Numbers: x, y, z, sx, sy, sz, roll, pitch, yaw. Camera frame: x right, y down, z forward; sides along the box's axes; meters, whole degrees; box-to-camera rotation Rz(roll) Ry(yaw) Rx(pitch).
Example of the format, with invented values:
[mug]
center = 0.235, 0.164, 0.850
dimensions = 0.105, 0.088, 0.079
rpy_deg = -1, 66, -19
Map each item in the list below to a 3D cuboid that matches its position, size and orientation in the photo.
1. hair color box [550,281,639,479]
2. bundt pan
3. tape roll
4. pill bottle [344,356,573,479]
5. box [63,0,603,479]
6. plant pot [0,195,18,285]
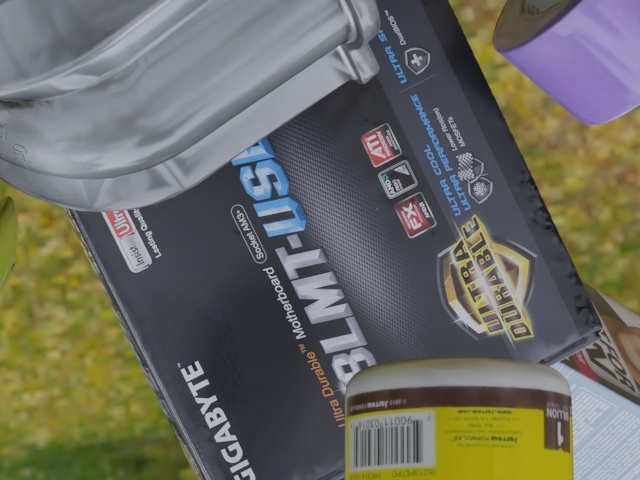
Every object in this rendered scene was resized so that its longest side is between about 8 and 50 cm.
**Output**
[hair color box]
center = 0.259, 0.144, 1.785
dimensions = 0.374, 0.185, 0.113
rpy_deg = 29, 115, -35
[bundt pan]
center = -0.137, -0.138, 0.659
dimensions = 0.124, 0.331, 0.331
rpy_deg = -43, 171, -7
[tape roll]
center = 0.205, -0.172, 1.293
dimensions = 0.080, 0.189, 0.189
rpy_deg = 39, 150, -13
[pill bottle]
center = 0.070, 0.171, 0.988
dimensions = 0.117, 0.215, 0.117
rpy_deg = 0, 169, 0
[box]
center = 0.000, 0.000, 1.333
dimensions = 0.293, 0.295, 0.073
rpy_deg = -26, -174, -12
[plant pot]
center = -0.336, 0.005, 1.281
dimensions = 0.227, 0.207, 0.228
rpy_deg = -34, -163, 15
